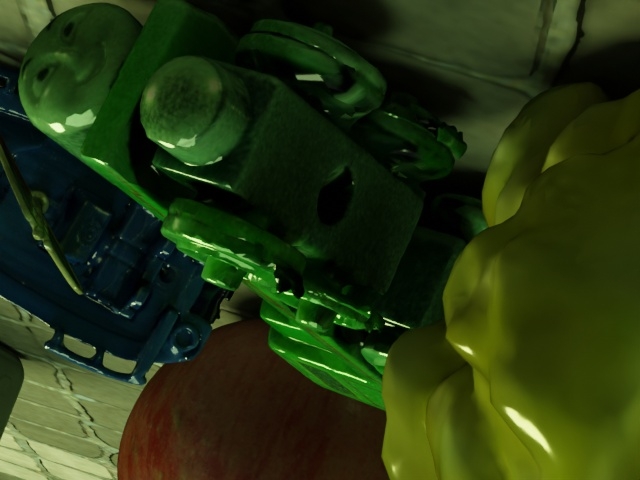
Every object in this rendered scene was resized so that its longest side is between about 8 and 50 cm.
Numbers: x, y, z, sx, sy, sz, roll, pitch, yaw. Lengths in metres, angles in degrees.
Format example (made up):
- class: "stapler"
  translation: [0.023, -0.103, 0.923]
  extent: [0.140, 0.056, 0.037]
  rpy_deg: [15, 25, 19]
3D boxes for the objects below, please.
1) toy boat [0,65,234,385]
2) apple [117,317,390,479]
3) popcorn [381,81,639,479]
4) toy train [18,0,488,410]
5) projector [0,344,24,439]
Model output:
- class: "toy boat"
  translation: [-0.100, -0.014, 0.595]
  extent: [0.175, 0.091, 0.110]
  rpy_deg: [30, 178, -16]
- class: "apple"
  translation: [-0.016, 0.102, 0.810]
  extent: [0.153, 0.120, 0.153]
  rpy_deg: [16, 156, 7]
- class: "popcorn"
  translation: [0.138, 0.067, 0.421]
  extent: [0.250, 0.235, 0.242]
  rpy_deg: [11, 122, 58]
- class: "toy train"
  translation: [0.000, 0.000, 0.563]
  extent: [0.119, 0.085, 0.251]
  rpy_deg: [18, 165, 36]
- class: "projector"
  translation: [-0.309, 0.106, 0.990]
  extent: [0.099, 0.192, 0.256]
  rpy_deg: [6, 158, 33]
